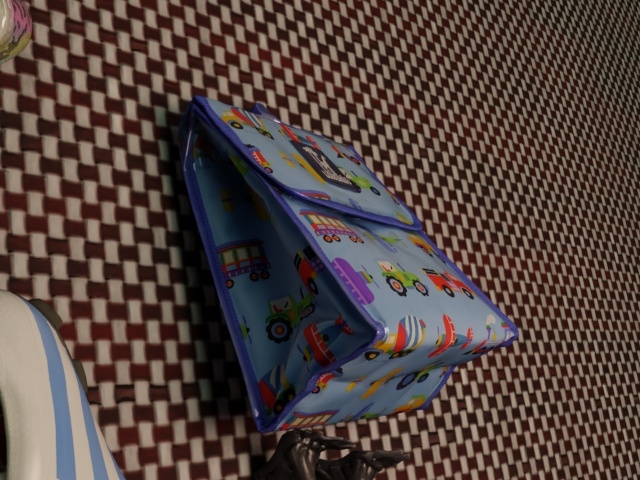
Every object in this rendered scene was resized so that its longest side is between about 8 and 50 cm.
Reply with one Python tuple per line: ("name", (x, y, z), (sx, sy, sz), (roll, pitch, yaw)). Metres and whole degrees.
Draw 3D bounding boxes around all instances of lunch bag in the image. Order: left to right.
("lunch bag", (0.000, 0.000, 0.773), (0.221, 0.138, 0.293), (7, 47, -52))

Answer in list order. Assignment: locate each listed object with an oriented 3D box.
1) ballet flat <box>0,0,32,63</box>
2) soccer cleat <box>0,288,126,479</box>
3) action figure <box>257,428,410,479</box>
("ballet flat", (-0.267, -0.152, 0.569), (0.221, 0.079, 0.077), (-12, 83, -51))
("soccer cleat", (-0.155, 0.184, 0.515), (0.331, 0.116, 0.143), (58, 18, -3))
("action figure", (0.012, 0.283, 0.659), (0.164, 0.141, 0.275), (31, 50, -39))
